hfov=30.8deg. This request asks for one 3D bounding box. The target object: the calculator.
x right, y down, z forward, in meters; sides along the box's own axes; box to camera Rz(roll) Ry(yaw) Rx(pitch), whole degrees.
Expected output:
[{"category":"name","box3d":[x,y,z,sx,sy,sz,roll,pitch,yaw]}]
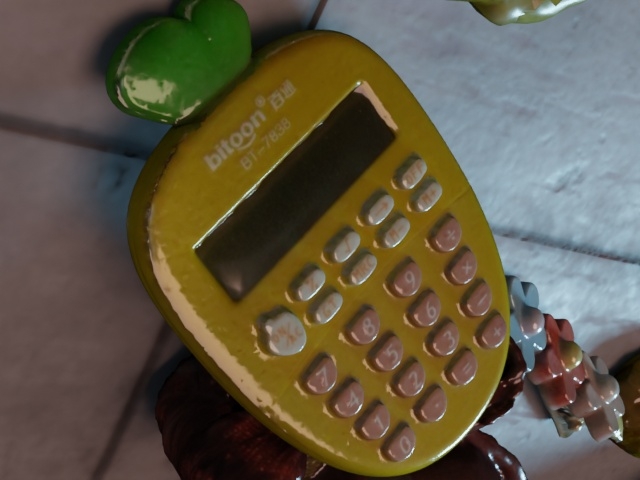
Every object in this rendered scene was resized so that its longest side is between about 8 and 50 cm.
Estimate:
[{"category":"calculator","box3d":[0.000,0.000,0.485,0.146,0.032,0.235,-47,114,-22]}]

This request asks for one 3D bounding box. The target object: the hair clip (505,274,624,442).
[{"category":"hair clip","box3d":[0.136,0.074,0.676,0.056,0.062,0.214,-12,145,25]}]

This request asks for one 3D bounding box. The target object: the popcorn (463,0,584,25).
[{"category":"popcorn","box3d":[0.089,-0.219,0.344,0.286,0.174,0.225,-46,130,-1]}]

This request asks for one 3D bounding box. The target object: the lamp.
[{"category":"lamp","box3d":[0.016,0.149,0.591,0.215,0.151,0.223,-5,84,-37]}]

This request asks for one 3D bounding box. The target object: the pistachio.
[{"category":"pistachio","box3d":[0.259,0.113,0.807,0.173,0.049,0.089,-10,127,-32]}]
